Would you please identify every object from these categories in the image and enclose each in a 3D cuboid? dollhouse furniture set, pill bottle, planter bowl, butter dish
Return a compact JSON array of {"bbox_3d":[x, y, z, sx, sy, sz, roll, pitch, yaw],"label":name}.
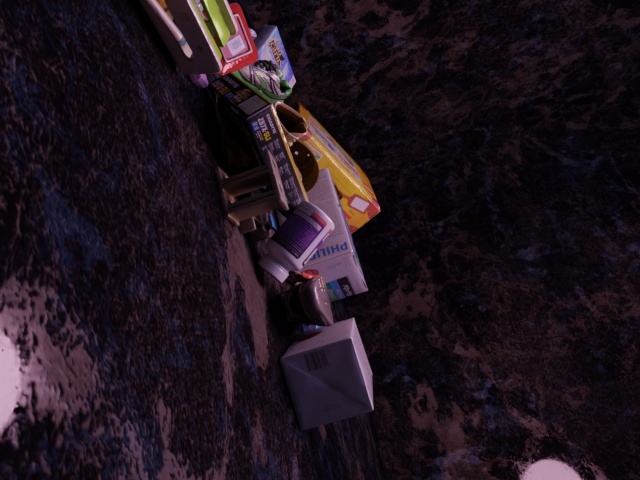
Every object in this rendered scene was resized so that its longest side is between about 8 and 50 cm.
[{"bbox_3d":[-0.140,-0.097,1.101,0.184,0.129,0.129,56,17,-69],"label":"dollhouse furniture set"},{"bbox_3d":[-0.064,0.007,1.172,0.108,0.193,0.108,38,-11,9],"label":"pill bottle"},{"bbox_3d":[-0.092,-0.265,1.551,0.090,0.217,0.217,-63,143,-45],"label":"planter bowl"},{"bbox_3d":[-0.273,-0.537,1.296,0.160,0.118,0.160,-42,122,-37],"label":"butter dish"}]

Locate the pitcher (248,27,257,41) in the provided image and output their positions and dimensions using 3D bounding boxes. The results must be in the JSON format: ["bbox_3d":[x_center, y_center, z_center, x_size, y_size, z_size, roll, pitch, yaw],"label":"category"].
[{"bbox_3d":[-0.278,-0.733,1.917,0.207,0.125,0.178,-114,-160,-48],"label":"pitcher"}]

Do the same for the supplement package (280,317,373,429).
[{"bbox_3d":[0.026,0.321,1.211,0.293,0.177,0.175,5,68,-85],"label":"supplement package"}]

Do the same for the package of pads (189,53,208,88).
[{"bbox_3d":[-0.286,-0.395,1.091,0.050,0.032,0.083,52,21,-83],"label":"package of pads"}]

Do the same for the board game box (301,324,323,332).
[{"bbox_3d":[-0.030,0.258,1.557,0.160,0.047,0.210,47,25,-78],"label":"board game box"}]

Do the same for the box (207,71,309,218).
[{"bbox_3d":[-0.153,-0.234,1.213,0.257,0.079,0.322,44,-18,44],"label":"box"}]

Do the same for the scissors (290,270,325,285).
[{"bbox_3d":[-0.060,0.099,1.446,0.297,0.109,0.021,59,30,-67],"label":"scissors"}]

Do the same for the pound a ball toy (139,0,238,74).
[{"bbox_3d":[-0.287,-0.434,0.851,0.319,0.135,0.208,64,35,-59],"label":"pound a ball toy"}]

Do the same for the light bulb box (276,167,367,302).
[{"bbox_3d":[0.000,0.000,1.754,0.358,0.225,0.361,63,10,-60],"label":"light bulb box"}]

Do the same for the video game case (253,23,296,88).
[{"bbox_3d":[-0.204,-0.626,1.820,0.244,0.061,0.269,-63,155,-21],"label":"video game case"}]

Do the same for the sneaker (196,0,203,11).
[{"bbox_3d":[-0.296,-0.557,1.065,0.252,0.111,0.103,65,9,-58],"label":"sneaker"}]

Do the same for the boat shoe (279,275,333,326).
[{"bbox_3d":[-0.039,0.182,1.292,0.355,0.130,0.132,76,1,-76],"label":"boat shoe"}]

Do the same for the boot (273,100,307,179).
[{"bbox_3d":[-0.101,-0.271,1.392,0.262,0.203,0.095,50,52,-24],"label":"boot"}]

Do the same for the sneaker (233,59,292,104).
[{"bbox_3d":[-0.217,-0.566,1.587,0.343,0.146,0.134,28,35,-63],"label":"sneaker"}]

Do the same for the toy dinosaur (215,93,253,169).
[{"bbox_3d":[-0.223,-0.233,1.165,0.112,0.064,0.211,52,-13,30],"label":"toy dinosaur"}]

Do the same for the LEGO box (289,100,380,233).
[{"bbox_3d":[0.007,-0.315,2.061,0.500,0.193,0.372,43,19,-26],"label":"LEGO box"}]
